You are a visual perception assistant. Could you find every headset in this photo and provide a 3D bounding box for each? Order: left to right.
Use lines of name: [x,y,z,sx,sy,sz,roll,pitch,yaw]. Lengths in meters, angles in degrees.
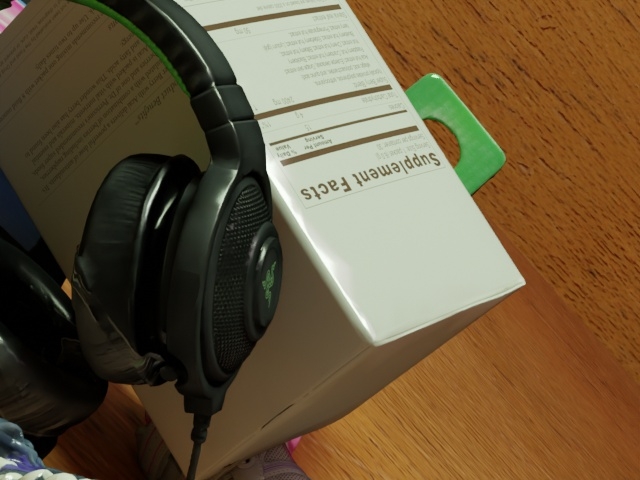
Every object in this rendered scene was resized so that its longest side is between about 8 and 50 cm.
headset: [-0.131,0.044,1.039,0.185,0.243,0.394,-23,91,-75]

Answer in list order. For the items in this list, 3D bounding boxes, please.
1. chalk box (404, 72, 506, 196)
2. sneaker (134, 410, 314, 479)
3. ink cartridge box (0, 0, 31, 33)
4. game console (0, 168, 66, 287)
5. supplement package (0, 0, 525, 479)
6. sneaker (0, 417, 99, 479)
chalk box: [0.000,0.000,1.481,0.180,0.289,0.179,49,12,-8]
sneaker: [-0.068,0.146,1.292,0.111,0.103,0.252,41,9,-22]
ink cartridge box: [-0.288,-0.194,1.337,0.371,0.069,0.176,37,16,-26]
game console: [-0.283,-0.111,1.322,0.342,0.060,0.386,49,12,-11]
supplement package: [-0.050,-0.034,1.223,0.175,0.177,0.293,-18,73,-52]
sneaker: [-0.135,0.135,0.802,0.236,0.130,0.323,22,-12,3]
